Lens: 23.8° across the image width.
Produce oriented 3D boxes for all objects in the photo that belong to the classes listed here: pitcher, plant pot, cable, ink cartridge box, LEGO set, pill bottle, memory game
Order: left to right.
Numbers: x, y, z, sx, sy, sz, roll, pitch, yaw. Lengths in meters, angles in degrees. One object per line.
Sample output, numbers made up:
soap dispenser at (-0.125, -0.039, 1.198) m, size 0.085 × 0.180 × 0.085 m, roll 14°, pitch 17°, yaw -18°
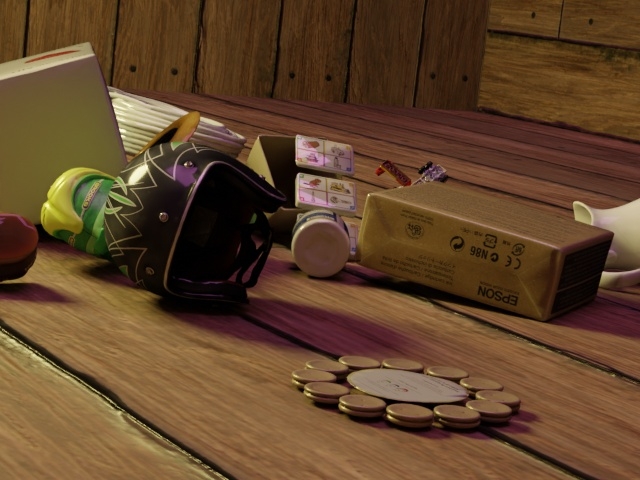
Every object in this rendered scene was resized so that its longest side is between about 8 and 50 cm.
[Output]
cable at (-0.250, -0.168, 2.408) m, size 0.257 × 0.089 × 0.257 m, roll 21°, pitch 6°, yaw 25°
plant pot at (-0.042, -0.061, 1.922) m, size 0.109 × 0.109 × 0.096 m, roll 0°, pitch -30°, yaw -35°
pill bottle at (0.000, 0.000, 1.731) m, size 0.067 × 0.067 × 0.120 m, roll 6°, pitch 9°, yaw -1°
LEGO set at (0.082, -0.032, 1.893) m, size 0.244 × 0.060 × 0.182 m, roll 9°, pitch 49°, yaw -14°
memory game at (0.068, 0.121, 1.215) m, size 0.186 × 0.012 × 0.186 m, roll 6°, pitch 9°, yaw -1°
ink cartridge box at (0.185, 0.007, 1.699) m, size 0.234 × 0.088 × 0.193 m, roll 17°, pitch 12°, yaw 25°
pitcher at (0.426, 0.007, 1.881) m, size 0.207 × 0.125 × 0.178 m, roll -3°, pitch 30°, yaw 4°

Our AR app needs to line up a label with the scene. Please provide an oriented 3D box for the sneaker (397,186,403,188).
sneaker at (0.165, -0.038, 2.158) m, size 0.162 × 0.063 × 0.073 m, roll 9°, pitch -9°, yaw -12°

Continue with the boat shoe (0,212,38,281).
boat shoe at (-0.375, 0.010, 1.443) m, size 0.207 × 0.073 × 0.073 m, roll 7°, pitch -29°, yaw -17°

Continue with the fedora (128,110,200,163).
fedora at (-0.200, -0.080, 1.948) m, size 0.079 × 0.194 × 0.194 m, roll 45°, pitch 0°, yaw -14°

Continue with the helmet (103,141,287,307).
helmet at (-0.131, -0.019, 1.471) m, size 0.161 × 0.169 × 0.169 m, roll 20°, pitch 3°, yaw -26°

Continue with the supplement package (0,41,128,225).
supplement package at (-0.334, -0.131, 1.831) m, size 0.177 × 0.175 × 0.293 m, roll -15°, pitch 12°, yaw -7°

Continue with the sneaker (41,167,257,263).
sneaker at (-0.170, -0.011, 1.656) m, size 0.123 × 0.109 × 0.295 m, roll 39°, pitch 25°, yaw 31°
